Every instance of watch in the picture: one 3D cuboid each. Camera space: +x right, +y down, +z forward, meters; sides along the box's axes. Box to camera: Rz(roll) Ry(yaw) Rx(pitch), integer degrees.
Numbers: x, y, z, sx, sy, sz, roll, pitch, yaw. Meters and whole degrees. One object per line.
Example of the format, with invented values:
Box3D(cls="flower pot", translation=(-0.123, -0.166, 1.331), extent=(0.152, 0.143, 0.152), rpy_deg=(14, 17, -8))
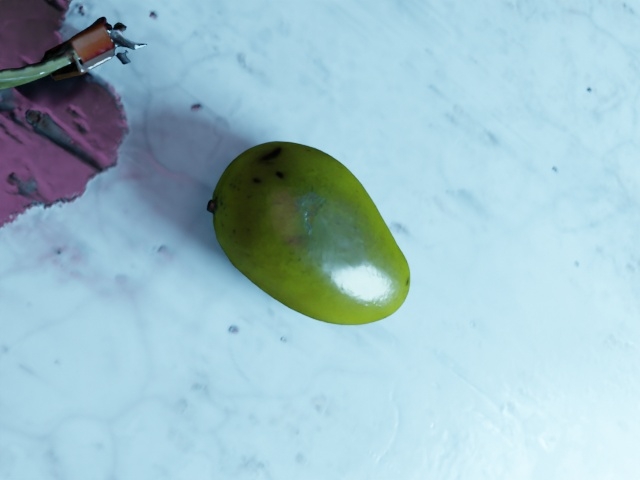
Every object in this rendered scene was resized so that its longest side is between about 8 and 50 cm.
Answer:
Box3D(cls="watch", translation=(-0.181, -0.176, 0.623), extent=(0.269, 0.102, 0.164), rpy_deg=(-5, 93, -33))

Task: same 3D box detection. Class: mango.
Box3D(cls="mango", translation=(0.000, 0.000, 0.684), extent=(0.161, 0.076, 0.103), rpy_deg=(38, 64, -24))
